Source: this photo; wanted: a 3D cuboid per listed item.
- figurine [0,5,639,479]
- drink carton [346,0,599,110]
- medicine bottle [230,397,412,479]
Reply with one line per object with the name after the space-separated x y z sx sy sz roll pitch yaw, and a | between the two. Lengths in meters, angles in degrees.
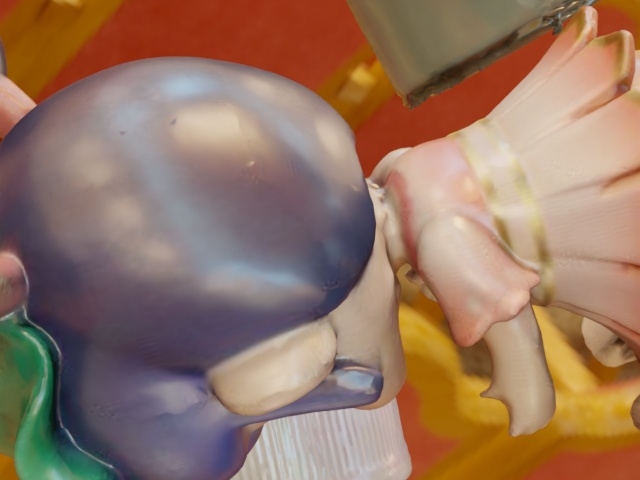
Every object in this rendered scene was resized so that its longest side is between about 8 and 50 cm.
0.000 0.000 0.414 0.195 0.102 0.111 -12 29 -9 | figurine
0.057 -0.177 0.843 0.189 0.191 0.185 59 33 -5 | drink carton
-0.008 0.172 0.822 0.139 0.139 0.225 -18 98 -59 | medicine bottle
